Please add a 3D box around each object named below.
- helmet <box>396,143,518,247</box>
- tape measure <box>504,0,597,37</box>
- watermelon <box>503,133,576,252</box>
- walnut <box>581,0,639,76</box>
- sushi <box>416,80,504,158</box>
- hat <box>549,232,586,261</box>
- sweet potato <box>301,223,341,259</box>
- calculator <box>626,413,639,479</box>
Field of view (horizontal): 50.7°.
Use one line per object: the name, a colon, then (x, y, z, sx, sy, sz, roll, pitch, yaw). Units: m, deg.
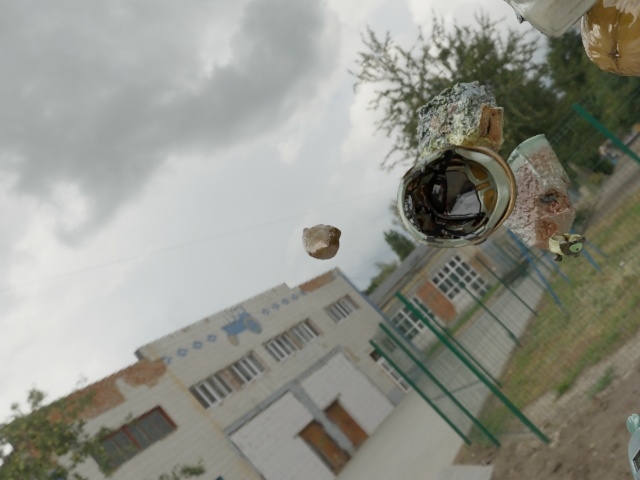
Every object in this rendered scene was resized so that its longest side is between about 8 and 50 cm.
helmet: (0.262, -0.084, 1.313, 0.224, 0.198, 0.130, -20, 0, 11)
tape measure: (0.358, -0.461, 1.166, 0.130, 0.265, 0.258, -45, 10, 25)
watermelon: (0.607, -0.141, 1.954, 0.151, 0.302, 0.264, -5, -48, -12)
walnut: (0.593, -0.410, 1.249, 0.221, 0.195, 0.195, -46, -9, -29)
sushi: (0.329, -0.264, 1.634, 0.139, 0.184, 0.274, 4, -17, -30)
hat: (0.582, 0.016, 1.596, 0.077, 0.076, 0.059, -18, -68, -38)
sweet potato: (0.000, 0.000, 1.126, 0.068, 0.060, 0.206, -34, 14, -9)
calculator: (0.830, 0.577, 1.696, 0.185, 0.041, 0.299, 82, -173, -49)
